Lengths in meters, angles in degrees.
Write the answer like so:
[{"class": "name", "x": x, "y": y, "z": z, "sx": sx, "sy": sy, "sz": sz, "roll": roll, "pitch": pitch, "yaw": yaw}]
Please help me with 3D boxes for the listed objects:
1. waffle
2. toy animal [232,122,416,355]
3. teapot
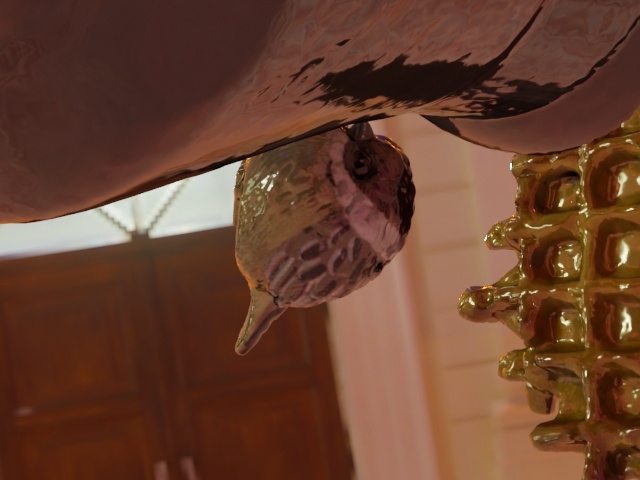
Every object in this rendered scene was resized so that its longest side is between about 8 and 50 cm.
[{"class": "waffle", "x": 0.212, "y": 0.004, "z": 0.998, "sx": 0.293, "sy": 0.260, "sz": 0.069, "roll": -46, "pitch": -32, "yaw": 16}, {"class": "toy animal", "x": 0.000, "y": 0.000, "z": 0.898, "sx": 0.098, "sy": 0.137, "sz": 0.098, "roll": 6, "pitch": 17, "yaw": -2}, {"class": "teapot", "x": 0.011, "y": -0.157, "z": 0.603, "sx": 0.361, "sy": 0.306, "sz": 0.376, "roll": 0, "pitch": 3, "yaw": -45}]
